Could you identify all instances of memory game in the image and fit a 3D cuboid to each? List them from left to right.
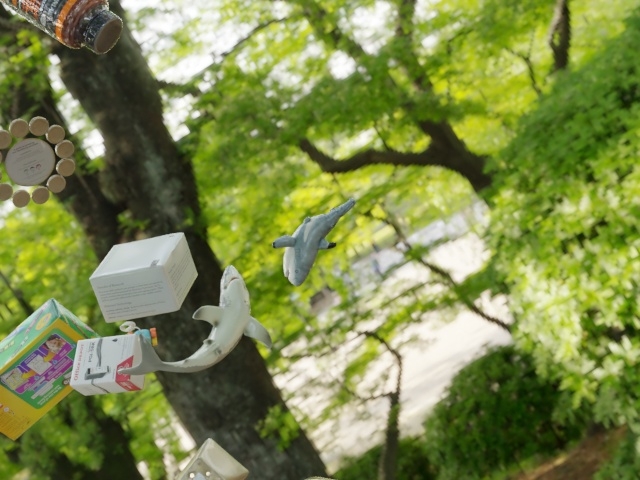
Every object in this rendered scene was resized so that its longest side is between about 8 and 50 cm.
[{"bbox_3d":[-0.560,-0.150,1.892,0.186,0.186,0.012,-33,40,-20],"label":"memory game"}]

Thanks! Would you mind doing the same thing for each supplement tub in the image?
[{"bbox_3d":[-0.421,-0.384,1.607,0.106,0.198,0.106,-54,-11,-15],"label":"supplement tub"}]

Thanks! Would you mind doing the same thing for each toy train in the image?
[{"bbox_3d":[-0.410,0.231,2.036,0.125,0.046,0.166,17,-44,-44],"label":"toy train"}]

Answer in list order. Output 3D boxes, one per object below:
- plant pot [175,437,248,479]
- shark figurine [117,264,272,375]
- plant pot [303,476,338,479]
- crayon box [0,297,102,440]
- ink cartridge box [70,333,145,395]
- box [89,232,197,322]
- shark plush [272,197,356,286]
[{"bbox_3d":[-0.222,0.468,1.926,0.109,0.109,0.096,-51,-8,2],"label":"plant pot"},{"bbox_3d":[-0.207,0.189,1.755,0.278,0.166,0.116,-40,-5,-34],"label":"shark figurine"},{"bbox_3d":[0.086,0.490,1.579,0.230,0.215,0.215,-8,16,32],"label":"plant pot"},{"bbox_3d":[-0.606,0.273,2.074,0.278,0.165,0.081,-41,40,-1],"label":"crayon box"},{"bbox_3d":[-0.408,0.240,1.904,0.135,0.099,0.056,-9,-31,20],"label":"ink cartridge box"},{"bbox_3d":[-0.397,0.082,2.233,0.182,0.119,0.181,-10,22,13],"label":"box"},{"bbox_3d":[0.000,0.000,1.569,0.161,0.067,0.073,-40,-35,-12],"label":"shark plush"}]
